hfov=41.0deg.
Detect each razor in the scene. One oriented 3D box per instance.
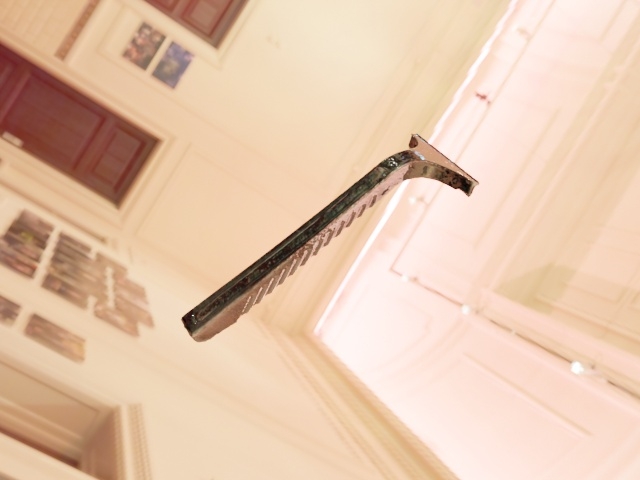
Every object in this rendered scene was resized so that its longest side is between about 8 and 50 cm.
[{"bbox_3d":[-0.002,-0.004,0.508,0.190,0.033,0.066,-35,-134,-7],"label":"razor"}]
